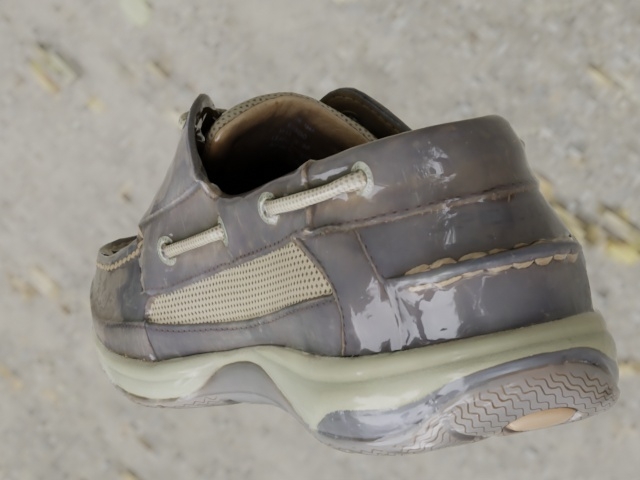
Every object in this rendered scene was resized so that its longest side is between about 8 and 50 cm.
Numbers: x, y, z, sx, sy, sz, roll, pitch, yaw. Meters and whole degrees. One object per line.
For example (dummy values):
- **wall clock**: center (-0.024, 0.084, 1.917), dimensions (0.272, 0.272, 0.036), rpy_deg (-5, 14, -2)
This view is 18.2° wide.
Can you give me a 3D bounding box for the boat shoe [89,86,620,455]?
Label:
- **boat shoe**: center (0.000, 0.000, 0.814), dimensions (0.355, 0.132, 0.130), rpy_deg (2, 100, 61)
